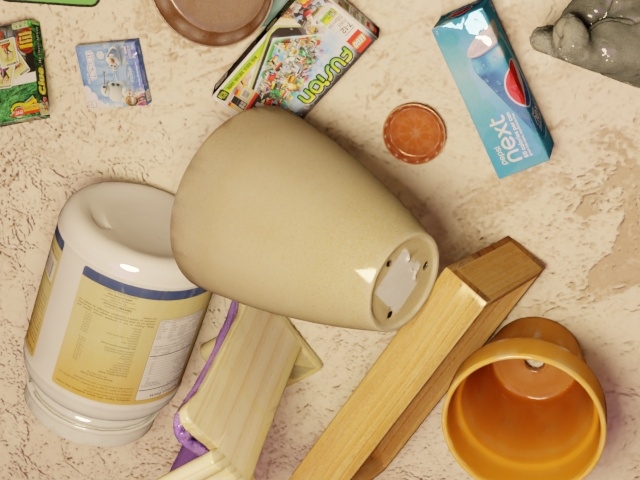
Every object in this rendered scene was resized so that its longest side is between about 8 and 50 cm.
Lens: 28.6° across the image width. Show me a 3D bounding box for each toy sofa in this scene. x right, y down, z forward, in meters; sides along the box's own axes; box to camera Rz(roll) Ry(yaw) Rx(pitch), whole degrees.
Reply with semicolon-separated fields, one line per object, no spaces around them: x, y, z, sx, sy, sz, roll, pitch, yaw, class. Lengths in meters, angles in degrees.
-0.135;0.226;1.674;0.150;0.362;0.177;-31;109;25;toy sofa

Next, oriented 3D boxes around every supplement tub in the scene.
-0.280;0.104;1.734;0.228;0.228;0.316;24;117;4;supplement tub

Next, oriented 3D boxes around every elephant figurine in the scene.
0.347;-0.309;1.432;0.186;0.169;0.239;15;103;-23;elephant figurine

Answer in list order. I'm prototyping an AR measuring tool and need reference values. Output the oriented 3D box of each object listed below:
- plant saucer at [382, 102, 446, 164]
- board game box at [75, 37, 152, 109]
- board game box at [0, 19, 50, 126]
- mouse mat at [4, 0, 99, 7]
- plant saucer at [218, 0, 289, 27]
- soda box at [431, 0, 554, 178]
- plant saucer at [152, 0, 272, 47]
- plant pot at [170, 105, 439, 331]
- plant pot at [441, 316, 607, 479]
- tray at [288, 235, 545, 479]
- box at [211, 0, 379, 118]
0.122;-0.140;1.636;0.083;0.013;0.084;6;115;13;plant saucer
-0.281;-0.226;1.706;0.090;0.020;0.090;-2;112;18;board game box
-0.499;-0.215;1.740;0.259;0.030;0.136;-9;89;19;board game box
-0.366;-0.405;1.659;0.152;0.007;0.190;6;113;13;mouse mat
-0.079;-0.332;1.602;0.119;0.021;0.119;6;115;12;plant saucer
0.216;-0.189;1.559;0.071;0.067;0.210;-20;107;23;soda box
-0.136;-0.329;1.590;0.168;0.029;0.168;6;114;14;plant saucer
0.000;0.000;1.536;0.274;0.256;0.257;29;122;37;plant pot
0.273;0.198;1.644;0.205;0.188;0.205;5;114;13;plant pot
0.120;0.183;1.668;0.076;0.203;0.411;43;119;15;tray
-0.033;-0.229;1.614;0.114;0.036;0.207;36;118;-17;box
